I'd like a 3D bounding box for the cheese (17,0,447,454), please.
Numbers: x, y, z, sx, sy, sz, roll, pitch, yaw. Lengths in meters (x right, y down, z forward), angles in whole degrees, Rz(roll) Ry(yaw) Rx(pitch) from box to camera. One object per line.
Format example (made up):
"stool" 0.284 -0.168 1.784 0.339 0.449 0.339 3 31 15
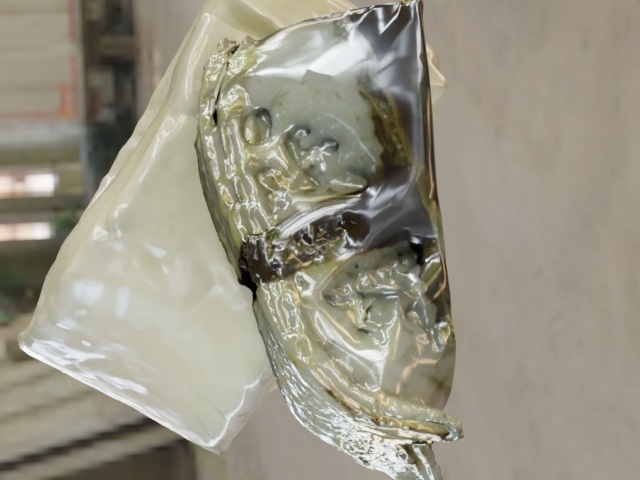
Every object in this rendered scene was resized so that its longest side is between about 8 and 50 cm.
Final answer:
"cheese" -0.056 -0.028 1.191 0.292 0.153 0.332 -59 8 9

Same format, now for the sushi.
"sushi" -0.003 0.013 0.981 0.134 0.109 0.273 148 117 -75
